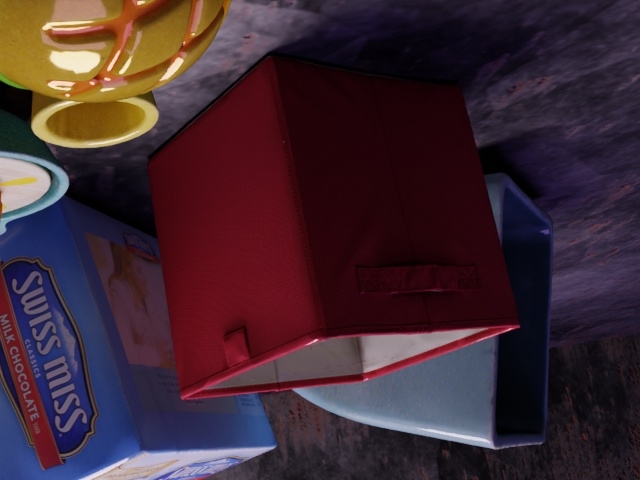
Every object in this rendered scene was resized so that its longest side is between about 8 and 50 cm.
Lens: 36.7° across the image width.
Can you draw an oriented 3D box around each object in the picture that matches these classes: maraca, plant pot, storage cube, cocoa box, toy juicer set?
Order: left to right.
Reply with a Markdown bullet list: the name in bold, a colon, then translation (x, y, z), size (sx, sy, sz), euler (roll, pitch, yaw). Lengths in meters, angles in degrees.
- **toy juicer set**: translation (-0.259, -0.039, 0.587), size (0.209, 0.089, 0.329), euler (1, 161, -39)
- **cocoa box**: translation (-0.222, 0.134, 0.907), size (0.228, 0.231, 0.347), euler (-24, 164, 9)
- **maraca**: translation (-0.085, -0.114, 0.428), size (0.127, 0.099, 0.186), euler (-43, 172, 12)
- **storage cube**: translation (0.000, 0.000, 0.717), size (0.184, 0.193, 0.215), euler (1, 162, -37)
- **plant pot**: translation (0.091, 0.078, 1.000), size (0.252, 0.247, 0.247), euler (0, 170, 24)
